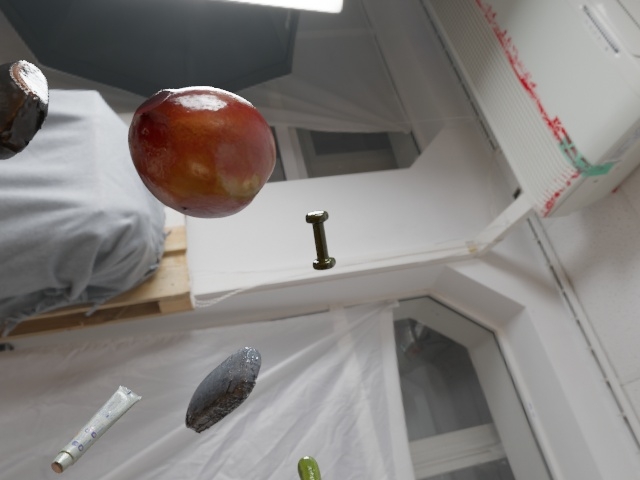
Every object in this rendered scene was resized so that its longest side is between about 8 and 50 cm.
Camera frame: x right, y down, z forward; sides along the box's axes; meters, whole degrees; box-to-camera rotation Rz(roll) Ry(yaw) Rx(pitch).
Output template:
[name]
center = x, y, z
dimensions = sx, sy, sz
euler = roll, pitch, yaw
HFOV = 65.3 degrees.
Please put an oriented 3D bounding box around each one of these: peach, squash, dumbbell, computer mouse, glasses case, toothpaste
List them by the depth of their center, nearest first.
[toothpaste]
center = -0.412, 0.345, 0.931
dimensions = 0.033, 0.052, 0.218
euler = -61, 177, 23
[dumbbell]
center = 0.000, 0.000, 0.990
dimensions = 0.052, 0.046, 0.117
euler = -50, 132, -71
[glasses case]
center = -0.208, 0.314, 1.044
dimensions = 0.282, 0.067, 0.109
euler = -42, -152, 37
[computer mouse]
center = -0.687, -0.296, 1.091
dimensions = 0.116, 0.183, 0.323
euler = 37, 11, -42
[peach]
center = -0.319, -0.239, 1.340
dimensions = 0.388, 0.389, 0.387
euler = 172, -90, -79
[squash]
center = -0.026, 0.717, 1.480
dimensions = 0.201, 0.067, 0.066
euler = -127, -149, -69
